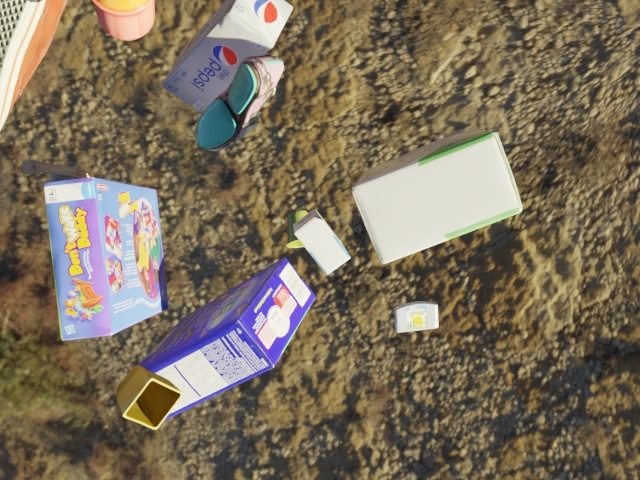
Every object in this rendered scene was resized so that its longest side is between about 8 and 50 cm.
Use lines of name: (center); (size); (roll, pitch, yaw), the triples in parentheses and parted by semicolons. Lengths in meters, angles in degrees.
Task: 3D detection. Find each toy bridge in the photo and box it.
toy bridge: (-0.512, -0.132, 1.448); (0.063, 0.188, 0.026); (-6, 81, 18)

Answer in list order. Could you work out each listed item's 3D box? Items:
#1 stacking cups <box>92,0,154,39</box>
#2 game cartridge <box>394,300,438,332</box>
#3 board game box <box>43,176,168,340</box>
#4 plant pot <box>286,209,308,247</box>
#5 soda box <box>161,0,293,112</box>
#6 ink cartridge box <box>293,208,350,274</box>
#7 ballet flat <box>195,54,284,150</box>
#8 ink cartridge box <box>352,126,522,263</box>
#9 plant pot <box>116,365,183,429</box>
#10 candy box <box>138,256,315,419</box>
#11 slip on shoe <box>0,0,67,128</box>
stacking cups: (-0.192, -0.289, 0.669); (0.096, 0.096, 0.316); (45, 160, 7)
game cartridge: (0.182, 0.143, 1.367); (0.083, 0.017, 0.056); (-7, 104, -3)
board game box: (-0.345, 0.023, 1.215); (0.078, 0.347, 0.233); (-6, 90, 2)
plant pot: (-0.051, -0.031, 1.801); (0.083, 0.083, 0.079); (-18, 76, 30)
soda box: (-0.168, -0.333, 1.253); (0.091, 0.098, 0.286); (33, 150, -22)
ink cartridge box: (0.000, 0.000, 1.204); (0.052, 0.122, 0.088); (-37, 98, 3)
ballet flat: (-0.116, -0.204, 1.094); (0.221, 0.079, 0.077); (-40, 75, 51)
ink cartridge box: (0.173, -0.081, 1.110); (0.211, 0.289, 0.122); (-21, 97, 11)
plant pot: (-0.308, 0.266, 1.267); (0.081, 0.081, 0.083); (-52, 42, -3)
candy box: (-0.196, 0.198, 1.438); (0.317, 0.268, 0.122); (-29, 103, 27)
slip on shoe: (-0.432, -0.244, 0.976); (0.123, 0.101, 0.331); (40, 116, 6)
